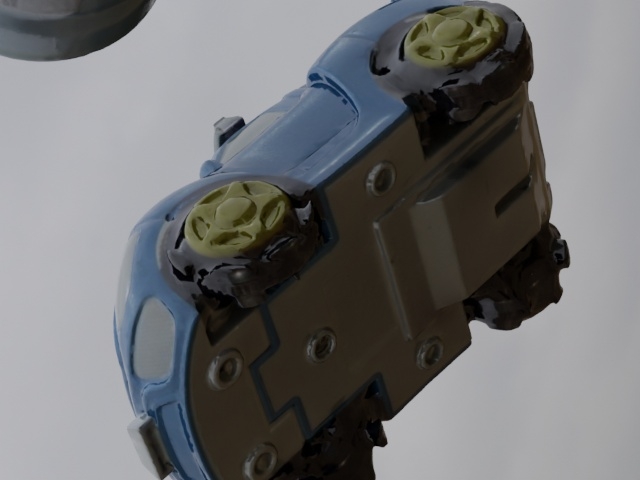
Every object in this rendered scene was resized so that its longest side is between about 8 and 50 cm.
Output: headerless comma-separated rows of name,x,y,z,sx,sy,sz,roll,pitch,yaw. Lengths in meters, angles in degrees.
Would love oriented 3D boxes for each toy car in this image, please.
toy car,0.000,0.000,0.994,0.314,0.166,0.198,-42,-45,-25

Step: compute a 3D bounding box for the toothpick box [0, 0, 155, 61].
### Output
toothpick box,-0.085,-0.133,0.603,0.153,0.101,0.101,127,164,-65
